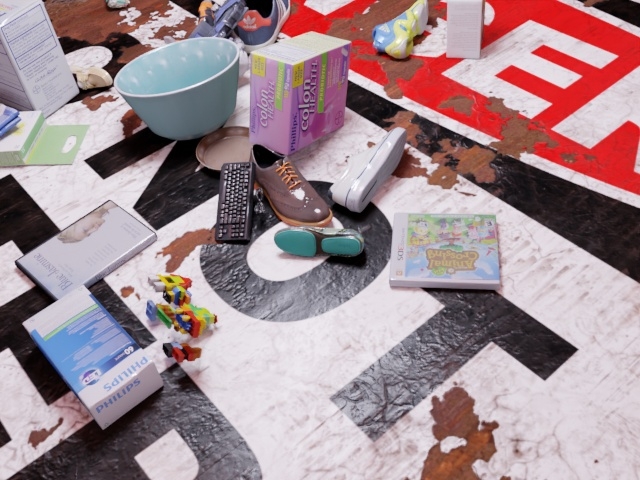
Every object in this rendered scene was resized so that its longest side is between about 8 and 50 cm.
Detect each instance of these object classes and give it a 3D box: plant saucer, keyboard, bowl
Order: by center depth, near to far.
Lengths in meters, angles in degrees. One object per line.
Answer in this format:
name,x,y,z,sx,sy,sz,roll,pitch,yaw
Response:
keyboard,-0.171,-0.086,1.569,0.108,0.023,0.180,0,72,8
plant saucer,-0.213,-0.214,1.745,0.168,0.029,0.168,-4,45,4
bowl,-0.329,-0.360,1.790,0.311,0.163,0.311,-10,36,7

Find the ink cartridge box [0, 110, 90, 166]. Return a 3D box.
ink cartridge box,-0.725,-0.259,1.839,0.235,0.056,0.171,-3,45,8

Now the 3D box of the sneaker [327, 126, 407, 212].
sneaker,0.106,-0.173,1.617,0.091,0.094,0.258,24,54,22

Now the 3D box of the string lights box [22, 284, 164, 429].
string lights box,-0.417,0.206,1.328,0.133,0.077,0.259,-35,52,-24

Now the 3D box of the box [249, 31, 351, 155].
box,-0.046,-0.345,1.680,0.117,0.214,0.243,22,35,26

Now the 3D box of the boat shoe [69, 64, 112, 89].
boat shoe,-0.648,-0.442,2.005,0.170,0.063,0.059,12,50,30

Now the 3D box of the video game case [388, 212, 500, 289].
video game case,0.249,0.017,1.463,0.212,0.023,0.193,2,46,9

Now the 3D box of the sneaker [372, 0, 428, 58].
sneaker,0.217,-0.601,2.023,0.126,0.091,0.240,13,50,20

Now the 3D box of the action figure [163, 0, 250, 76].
action figure,-0.270,-0.569,1.989,0.341,0.178,0.330,-44,55,12

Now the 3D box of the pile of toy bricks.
pile of toy bricks,-0.246,0.144,1.366,0.105,0.118,0.212,-1,21,-33

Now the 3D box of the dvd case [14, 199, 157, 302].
dvd case,-0.502,0.020,1.558,0.180,0.022,0.253,32,58,32

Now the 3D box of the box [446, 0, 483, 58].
box,0.389,-0.592,1.935,0.091,0.170,0.130,5,47,14

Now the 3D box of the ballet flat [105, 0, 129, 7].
ballet flat,-0.670,-0.828,2.382,0.077,0.091,0.241,8,43,-28

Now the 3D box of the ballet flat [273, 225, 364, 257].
ballet flat,0.000,0.000,1.495,0.188,0.070,0.070,7,47,12

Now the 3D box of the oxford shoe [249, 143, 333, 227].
oxford shoe,-0.076,-0.119,1.584,0.097,0.098,0.271,-34,51,-24

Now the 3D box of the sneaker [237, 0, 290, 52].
sneaker,-0.166,-0.698,2.126,0.131,0.148,0.350,-1,46,7

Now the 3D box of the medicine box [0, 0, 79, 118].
medicine box,-0.820,-0.501,1.919,0.263,0.289,0.149,23,53,26

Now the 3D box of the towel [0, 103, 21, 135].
towel,-0.901,-0.292,1.857,0.285,0.034,0.209,26,63,41
